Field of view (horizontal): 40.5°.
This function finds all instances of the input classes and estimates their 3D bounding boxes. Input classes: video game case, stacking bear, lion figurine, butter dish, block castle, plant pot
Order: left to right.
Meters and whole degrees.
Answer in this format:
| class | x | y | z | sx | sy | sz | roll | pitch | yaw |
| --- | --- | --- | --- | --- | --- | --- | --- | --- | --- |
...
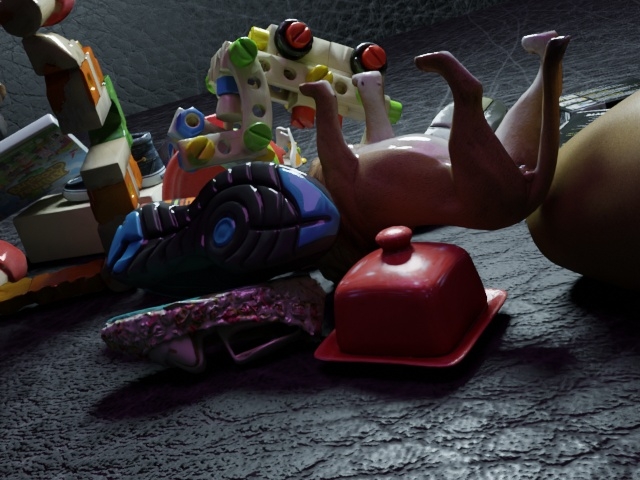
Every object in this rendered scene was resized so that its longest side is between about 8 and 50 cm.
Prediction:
| class | x | y | z | sx | sy | sz | roll | pitch | yaw |
| --- | --- | --- | --- | --- | --- | --- | --- | --- | --- |
| block castle | -0.425 | -0.131 | 1.208 | 0.303 | 0.453 | 0.213 | -14 | 26 | 1 |
| video game case | -0.485 | -0.108 | 1.401 | 0.212 | 0.023 | 0.193 | -32 | -15 | -2 |
| stacking bear | -0.129 | -0.098 | 1.366 | 0.175 | 0.164 | 0.289 | -22 | 9 | 14 |
| butter dish | 0.082 | 0.043 | 0.844 | 0.160 | 0.118 | 0.160 | -1 | 22 | 32 |
| lion figurine | 0.107 | -0.066 | 0.898 | 0.142 | 0.240 | 0.392 | -17 | 9 | -37 |
| plant pot | 0.323 | -0.042 | 0.809 | 0.237 | 0.237 | 0.254 | -24 | 5 | -29 |

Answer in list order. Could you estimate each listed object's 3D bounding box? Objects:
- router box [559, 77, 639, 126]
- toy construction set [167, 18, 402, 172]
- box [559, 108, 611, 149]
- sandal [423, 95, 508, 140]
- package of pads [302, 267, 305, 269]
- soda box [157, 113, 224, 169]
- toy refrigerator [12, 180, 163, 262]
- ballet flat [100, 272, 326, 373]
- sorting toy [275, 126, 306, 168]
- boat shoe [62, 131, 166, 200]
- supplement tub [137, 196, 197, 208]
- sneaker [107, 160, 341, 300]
| class | x | y | z | sx | sy | sz | roll | pitch | yaw |
| --- | --- | --- | --- | --- | --- | --- | --- | --- | --- |
| router box | 0.484 | -0.230 | 1.476 | 0.179 | 0.046 | 0.133 | -14 | 18 | -3 |
| toy construction set | -0.018 | -0.145 | 1.069 | 0.327 | 0.215 | 0.151 | 17 | -18 | -35 |
| box | 0.445 | -0.109 | 1.101 | 0.322 | 0.079 | 0.257 | -1 | 24 | 34 |
| sandal | 0.161 | -0.095 | 1.239 | 0.303 | 0.086 | 0.120 | -38 | 56 | -21 |
| package of pads | 0.000 | 0.000 | 1.140 | 0.083 | 0.050 | 0.032 | -21 | 20 | -23 |
| soda box | -0.235 | -0.156 | 1.604 | 0.092 | 0.083 | 0.263 | -21 | 1 | -22 |
| toy refrigerator | -0.359 | -0.033 | 1.440 | 0.269 | 0.094 | 0.102 | -9 | 22 | 21 |
| ballet flat | -0.108 | 0.094 | 0.898 | 0.241 | 0.077 | 0.091 | -14 | -23 | 1 |
| sorting toy | -0.065 | -0.184 | 1.693 | 0.045 | 0.075 | 0.083 | -23 | 21 | -26 |
| boat shoe | -0.341 | -0.121 | 1.398 | 0.183 | 0.083 | 0.065 | -11 | 22 | 14 |
| supplement tub | -0.143 | -0.010 | 1.170 | 0.198 | 0.106 | 0.106 | -6 | 18 | -1 |
| sneaker | -0.093 | 0.001 | 0.995 | 0.341 | 0.125 | 0.139 | -8 | -27 | 43 |
